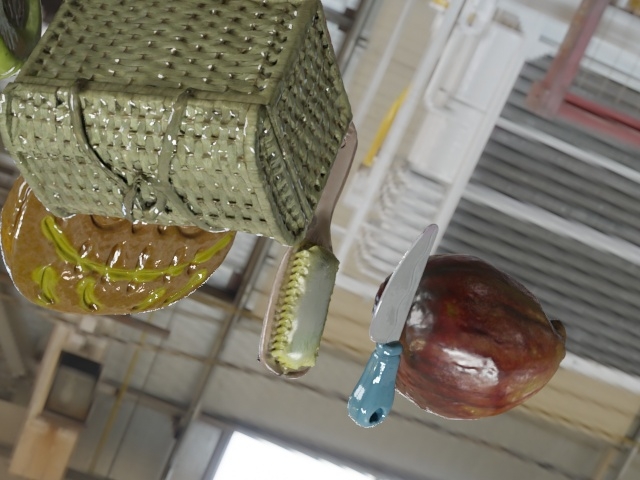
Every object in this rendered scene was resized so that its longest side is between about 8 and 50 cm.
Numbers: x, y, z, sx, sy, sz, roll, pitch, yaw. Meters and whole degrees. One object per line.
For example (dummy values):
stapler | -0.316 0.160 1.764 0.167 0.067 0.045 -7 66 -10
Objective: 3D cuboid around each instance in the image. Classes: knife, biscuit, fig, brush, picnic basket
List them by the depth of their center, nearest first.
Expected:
picnic basket | -0.099 -0.084 0.819 0.196 0.134 0.154 7 -125 19
knife | 0.072 0.091 1.193 0.058 0.244 0.032 -7 -146 -34
brush | 0.002 0.000 1.296 0.072 0.313 0.067 21 164 -27
fig | 0.189 0.128 1.546 0.263 0.224 0.224 23 -164 16
biscuit | -0.270 -0.039 1.687 0.394 0.350 0.070 -3 -147 -43

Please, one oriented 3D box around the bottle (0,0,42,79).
bottle | -0.353 -0.168 0.890 0.260 0.112 0.112 -4 -167 11
